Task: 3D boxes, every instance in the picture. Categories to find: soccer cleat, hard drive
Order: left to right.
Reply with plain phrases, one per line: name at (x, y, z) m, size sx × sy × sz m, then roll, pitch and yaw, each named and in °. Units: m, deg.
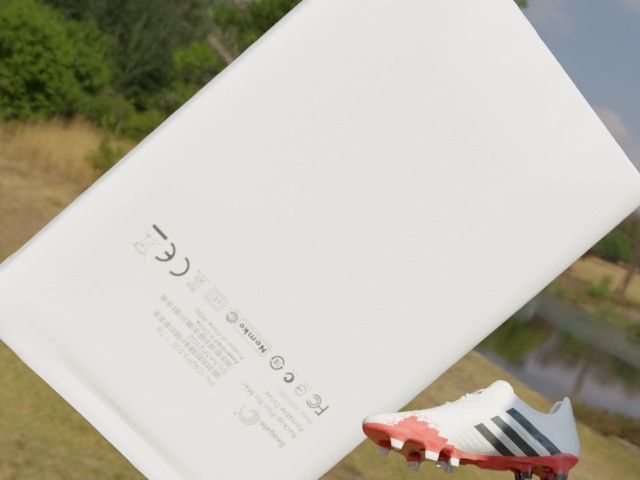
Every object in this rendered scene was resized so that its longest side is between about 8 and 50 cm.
hard drive at (0.000, 0.000, 0.531) m, size 0.203 × 0.307 × 0.040 m, roll 49°, pitch 2°, yaw -17°
soccer cleat at (0.056, 0.067, 0.363) m, size 0.083 × 0.035 × 0.029 m, roll 10°, pitch -24°, yaw -8°
